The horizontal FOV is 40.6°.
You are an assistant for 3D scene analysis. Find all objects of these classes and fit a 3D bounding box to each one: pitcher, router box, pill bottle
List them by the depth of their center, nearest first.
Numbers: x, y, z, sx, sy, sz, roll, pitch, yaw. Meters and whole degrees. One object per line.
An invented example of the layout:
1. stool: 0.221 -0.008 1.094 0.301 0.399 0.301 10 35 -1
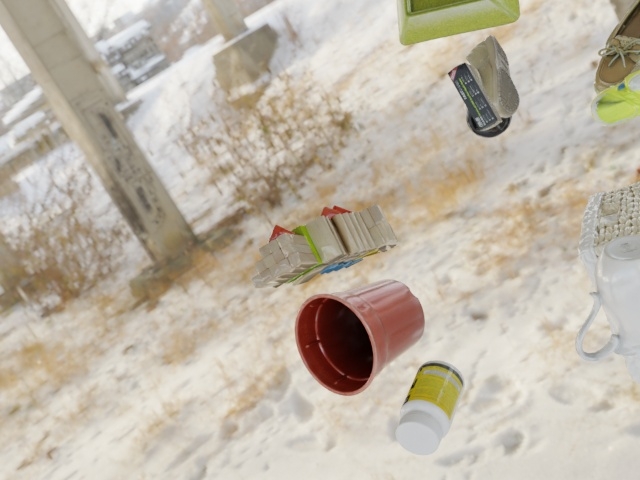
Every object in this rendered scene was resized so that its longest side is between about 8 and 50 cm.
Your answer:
1. pitcher: 0.514 0.107 1.478 0.178 0.207 0.125 -18 27 -3
2. router box: 0.277 -0.256 1.548 0.038 0.122 0.092 -30 -2 18
3. pill bottle: 0.249 0.380 1.968 0.119 0.119 0.208 -21 20 34
4. pill bottle: 0.458 -0.363 2.391 0.123 0.122 0.219 -27 14 14

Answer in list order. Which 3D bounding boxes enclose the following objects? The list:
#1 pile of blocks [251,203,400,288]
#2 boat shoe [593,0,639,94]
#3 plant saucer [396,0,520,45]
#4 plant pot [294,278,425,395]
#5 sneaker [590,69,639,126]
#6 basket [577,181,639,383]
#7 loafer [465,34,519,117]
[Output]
1. pile of blocks: 0.000 0.000 1.689 0.362 0.112 0.149 -12 -19 -43
2. boat shoe: 0.629 -0.411 1.734 0.105 0.089 0.285 22 73 33
3. plant saucer: 0.189 -0.400 1.276 0.188 0.188 0.045 -6 -4 27
4. plant pot: 0.120 0.231 2.269 0.272 0.272 0.265 -16 3 45
5. sneaker: 0.625 -0.291 1.624 0.240 0.091 0.126 -19 6 21
6. basket: 0.719 0.060 1.770 0.266 0.331 0.328 -19 15 28
7. loafer: 0.386 -0.362 1.977 0.092 0.102 0.268 -28 35 28
